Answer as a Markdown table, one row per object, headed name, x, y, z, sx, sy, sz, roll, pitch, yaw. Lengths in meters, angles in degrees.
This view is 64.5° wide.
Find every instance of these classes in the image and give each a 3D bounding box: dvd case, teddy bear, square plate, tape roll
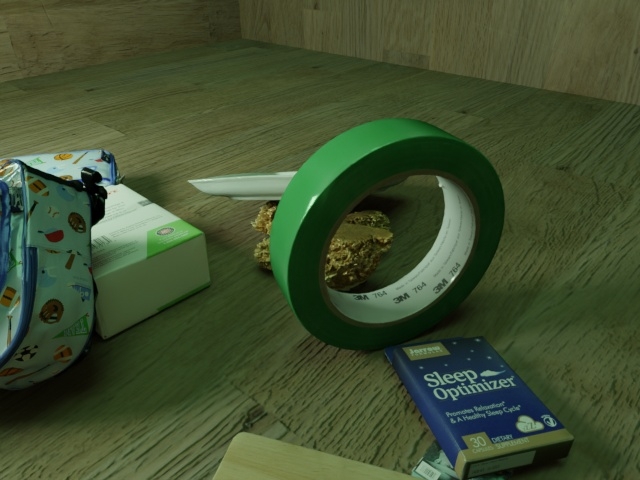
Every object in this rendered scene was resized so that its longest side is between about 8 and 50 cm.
| name | x | y | z | sx | sy | sz | roll | pitch | yaw |
| --- | --- | --- | --- | --- | --- | --- | --- | --- | --- |
| dvd case | 0.171 | 0.247 | 0.576 | 0.087 | 0.013 | 0.119 | 22 | 37 | 33 |
| teddy bear | 0.000 | 0.000 | 0.921 | 0.245 | 0.113 | 0.338 | -18 | 27 | -38 |
| square plate | -0.023 | -0.116 | 1.028 | 0.348 | 0.049 | 0.344 | 2 | 10 | 26 |
| tape roll | 0.094 | 0.000 | 0.688 | 0.322 | 0.320 | 0.077 | -12 | 33 | -18 |

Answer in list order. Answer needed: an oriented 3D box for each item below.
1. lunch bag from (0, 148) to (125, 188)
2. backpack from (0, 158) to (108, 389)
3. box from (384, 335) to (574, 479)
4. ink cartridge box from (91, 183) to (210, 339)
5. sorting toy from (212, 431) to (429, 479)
| name | x | y | z | sx | sy | sz | roll | pitch | yaw |
| --- | --- | --- | --- | --- | --- | --- | --- | --- | --- |
| lunch bag | -0.564 | -0.096 | 1.068 | 0.304 | 0.114 | 0.243 | -11 | 35 | -14 |
| backpack | -0.410 | 0.055 | 0.645 | 0.277 | 0.263 | 0.213 | -29 | -18 | 24 |
| box | 0.181 | 0.184 | 0.637 | 0.137 | 0.036 | 0.225 | -5 | 26 | -15 |
| ink cartridge box | -0.352 | 0.019 | 0.866 | 0.273 | 0.114 | 0.198 | 26 | 40 | 36 |
| sorting toy | 0.006 | 0.310 | 0.389 | 0.258 | 0.089 | 0.255 | 9 | 38 | 16 |
